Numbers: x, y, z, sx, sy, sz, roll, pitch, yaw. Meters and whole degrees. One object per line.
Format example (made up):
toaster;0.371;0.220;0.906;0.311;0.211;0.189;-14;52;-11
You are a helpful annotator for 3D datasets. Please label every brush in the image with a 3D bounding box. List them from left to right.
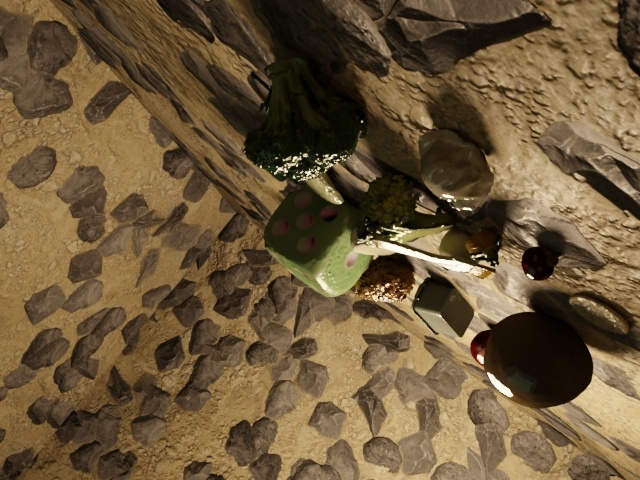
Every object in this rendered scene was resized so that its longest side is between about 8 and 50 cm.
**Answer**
brush;0.291;0.042;1.383;0.336;0.020;0.085;16;158;-6

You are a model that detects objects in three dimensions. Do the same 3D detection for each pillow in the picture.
pillow;-0.061;-0.258;1.779;0.280;0.076;0.274;37;172;49

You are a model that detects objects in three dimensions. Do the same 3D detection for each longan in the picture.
longan;0.630;0.349;1.526;0.297;0.297;0.297;37;170;8

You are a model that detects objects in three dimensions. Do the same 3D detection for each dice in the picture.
dice;0.000;0.000;2.013;0.330;0.318;0.322;30;166;36

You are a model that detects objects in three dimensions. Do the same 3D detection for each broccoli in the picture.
broccoli;-0.056;-0.275;1.225;0.321;0.303;0.284;18;127;58
broccoli;0.220;-0.092;1.435;0.242;0.272;0.181;38;-139;-67

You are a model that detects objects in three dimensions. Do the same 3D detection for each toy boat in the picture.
toy boat;0.411;0.023;1.294;0.088;0.089;0.229;59;-166;13

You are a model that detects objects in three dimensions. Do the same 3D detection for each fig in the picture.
fig;0.658;0.411;2.040;0.148;0.149;0.202;50;170;46

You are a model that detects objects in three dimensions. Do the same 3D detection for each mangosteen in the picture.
mangosteen;0.497;0.053;1.193;0.081;0.081;0.081;37;170;8

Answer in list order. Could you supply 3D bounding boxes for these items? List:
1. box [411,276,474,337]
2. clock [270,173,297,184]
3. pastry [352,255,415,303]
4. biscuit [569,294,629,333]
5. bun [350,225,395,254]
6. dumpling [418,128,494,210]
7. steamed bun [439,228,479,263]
box;0.478;0.267;2.026;0.135;0.163;0.243;12;152;50
clock;-0.170;-0.288;2.001;0.211;0.066;0.159;42;172;11
pastry;0.255;0.152;2.129;0.274;0.193;0.275;7;177;0
biscuit;0.678;0.179;1.278;0.152;0.020;0.152;36;171;6
bun;0.187;-0.021;1.821;0.172;0.120;0.173;2;164;1
dumpling;0.271;-0.145;1.056;0.188;0.108;0.127;56;145;-5
steamed bun;0.385;0.034;1.453;0.112;0.091;0.130;28;166;35
